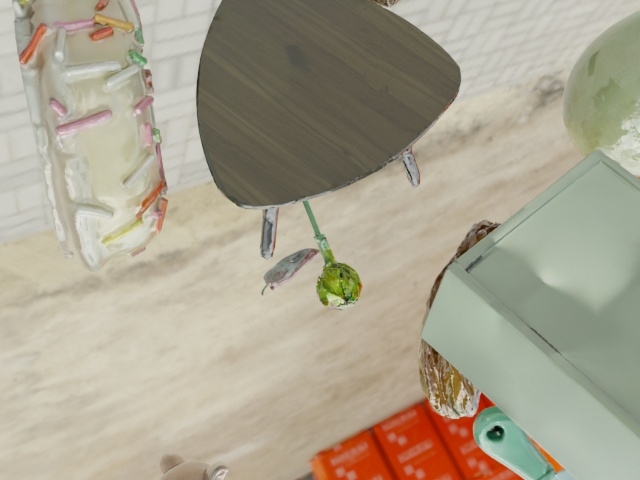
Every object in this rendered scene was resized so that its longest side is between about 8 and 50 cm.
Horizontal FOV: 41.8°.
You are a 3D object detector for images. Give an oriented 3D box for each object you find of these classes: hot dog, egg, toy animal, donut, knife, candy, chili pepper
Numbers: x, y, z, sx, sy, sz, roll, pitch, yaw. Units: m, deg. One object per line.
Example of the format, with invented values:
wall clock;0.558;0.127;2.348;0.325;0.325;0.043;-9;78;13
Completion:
hot dog;0.196;0.102;1.119;0.272;0.122;0.196;-62;168;-16
egg;0.476;-0.219;1.176;0.218;0.218;0.295;-14;157;-40
toy animal;-0.231;0.469;1.329;0.166;0.250;0.154;5;150;29
donut;-0.278;-0.153;1.037;0.142;0.383;0.383;-10;159;-13
knife;0.279;0.280;0.963;0.063;0.260;0.034;-46;-171;13
candy;0.000;0.000;1.108;0.062;0.194;0.058;-15;166;-35
chili pepper;-0.067;0.058;1.736;0.153;0.050;0.041;-38;157;8

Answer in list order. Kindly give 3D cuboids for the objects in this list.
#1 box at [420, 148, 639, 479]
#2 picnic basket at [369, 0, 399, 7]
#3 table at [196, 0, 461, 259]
box;0.253;0.072;0.748;0.225;0.225;0.117;-35;155;-28
picnic basket;0.126;-0.427;1.315;0.193;0.110;0.055;-42;138;-29
table;-0.019;-0.122;1.081;0.317;0.317;0.249;-26;159;-9
